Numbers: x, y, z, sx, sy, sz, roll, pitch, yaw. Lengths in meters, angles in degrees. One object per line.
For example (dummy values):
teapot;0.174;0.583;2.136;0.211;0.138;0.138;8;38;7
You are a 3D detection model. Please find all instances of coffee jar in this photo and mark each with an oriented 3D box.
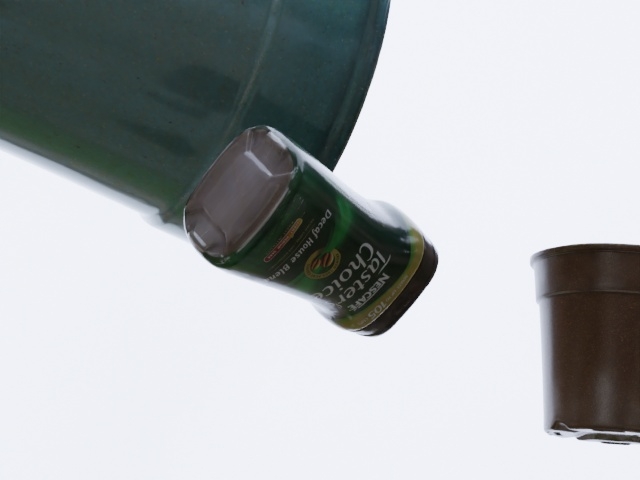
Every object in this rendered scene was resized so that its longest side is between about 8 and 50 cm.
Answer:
coffee jar;0.000;0.000;0.918;0.096;0.079;0.184;-51;-42;9

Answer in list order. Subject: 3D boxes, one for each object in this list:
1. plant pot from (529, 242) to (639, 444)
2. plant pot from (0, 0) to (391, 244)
plant pot;0.272;0.101;1.240;0.167;0.165;0.167;5;-12;1
plant pot;-0.169;-0.185;1.115;0.334;0.341;0.341;20;-56;-22
